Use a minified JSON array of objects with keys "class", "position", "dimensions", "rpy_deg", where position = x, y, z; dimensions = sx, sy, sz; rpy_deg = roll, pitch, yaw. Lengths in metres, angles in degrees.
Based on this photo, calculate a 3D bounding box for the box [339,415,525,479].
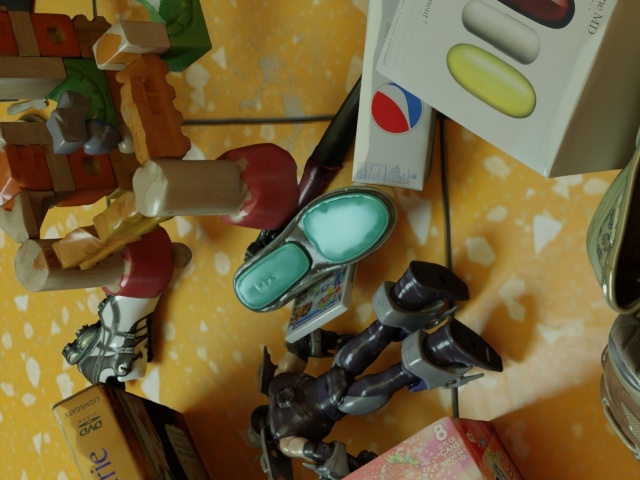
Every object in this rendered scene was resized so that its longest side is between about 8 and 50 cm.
[{"class":"box","position":[0.047,0.295,1.433],"dimensions":[0.300,0.154,0.142],"rpy_deg":[-34,72,13]}]

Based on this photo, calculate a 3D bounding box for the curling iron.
[{"class":"curling iron","position":[-0.001,-0.069,1.566],"dimensions":[0.035,0.068,0.274],"rpy_deg":[35,118,2]}]

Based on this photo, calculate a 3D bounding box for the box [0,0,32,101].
[{"class":"box","position":[-0.502,-0.368,1.821],"dimensions":[0.212,0.293,0.396],"rpy_deg":[25,113,38]}]

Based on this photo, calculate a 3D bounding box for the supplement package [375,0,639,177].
[{"class":"supplement package","position":[0.189,-0.185,1.305],"dimensions":[0.203,0.149,0.194],"rpy_deg":[36,119,35]}]

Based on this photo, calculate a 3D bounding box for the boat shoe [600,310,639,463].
[{"class":"boat shoe","position":[0.339,0.195,1.260],"dimensions":[0.324,0.123,0.116],"rpy_deg":[57,153,25]}]

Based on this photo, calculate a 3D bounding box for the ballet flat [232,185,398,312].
[{"class":"ballet flat","position":[0.000,0.000,1.516],"dimensions":[0.213,0.068,0.072],"rpy_deg":[-33,91,34]}]

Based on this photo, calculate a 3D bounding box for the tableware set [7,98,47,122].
[{"class":"tableware set","position":[-0.321,-0.116,1.865],"dimensions":[0.194,0.039,0.128],"rpy_deg":[-14,87,43]}]

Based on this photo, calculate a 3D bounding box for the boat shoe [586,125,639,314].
[{"class":"boat shoe","position":[0.296,-0.071,1.236],"dimensions":[0.104,0.089,0.285],"rpy_deg":[17,116,-2]}]

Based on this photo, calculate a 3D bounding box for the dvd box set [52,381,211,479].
[{"class":"dvd box set","position":[-0.119,0.356,1.591],"dimensions":[0.062,0.307,0.420],"rpy_deg":[-28,74,4]}]

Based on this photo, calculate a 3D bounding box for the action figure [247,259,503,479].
[{"class":"action figure","position":[0.030,0.141,1.516],"dimensions":[0.285,0.099,0.185],"rpy_deg":[-35,53,30]}]

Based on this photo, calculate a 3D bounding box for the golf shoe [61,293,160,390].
[{"class":"golf shoe","position":[-0.213,0.104,1.786],"dimensions":[0.094,0.077,0.198],"rpy_deg":[51,134,11]}]

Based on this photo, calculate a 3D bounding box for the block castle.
[{"class":"block castle","position":[-0.202,-0.183,1.617],"dimensions":[0.303,0.212,0.453],"rpy_deg":[-30,72,43]}]

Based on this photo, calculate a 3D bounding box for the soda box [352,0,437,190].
[{"class":"soda box","position":[0.076,-0.160,1.451],"dimensions":[0.069,0.074,0.216],"rpy_deg":[8,104,8]}]

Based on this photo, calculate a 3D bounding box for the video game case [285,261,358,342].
[{"class":"video game case","position":[0.006,0.036,1.549],"dimensions":[0.087,0.011,0.122],"rpy_deg":[-33,31,40]}]
